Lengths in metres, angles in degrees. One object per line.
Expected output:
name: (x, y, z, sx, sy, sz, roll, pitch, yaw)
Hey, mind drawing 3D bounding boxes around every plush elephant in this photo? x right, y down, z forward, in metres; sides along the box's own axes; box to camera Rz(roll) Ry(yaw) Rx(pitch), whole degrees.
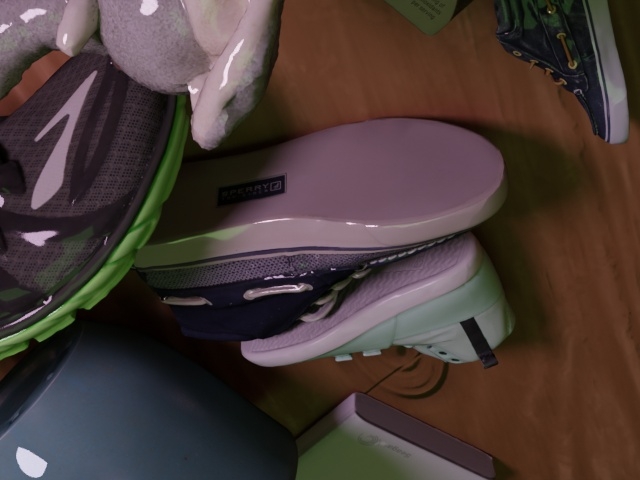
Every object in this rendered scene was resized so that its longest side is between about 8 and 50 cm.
plush elephant: (-0.123, -0.182, 0.582, 0.329, 0.272, 0.256, -9, 108, 1)

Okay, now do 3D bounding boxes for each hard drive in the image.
hard drive: (0.025, 0.304, 1.264, 0.203, 0.040, 0.307, 29, 128, -24)

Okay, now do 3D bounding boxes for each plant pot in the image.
plant pot: (-0.207, 0.218, 1.033, 0.293, 0.293, 0.235, -35, 110, 29)

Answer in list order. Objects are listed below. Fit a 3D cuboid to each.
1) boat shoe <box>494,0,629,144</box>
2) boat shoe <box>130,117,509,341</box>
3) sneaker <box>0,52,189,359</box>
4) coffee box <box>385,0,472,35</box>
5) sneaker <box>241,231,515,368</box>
boat shoe: (0.183, -0.147, 0.828, 0.083, 0.065, 0.183, -13, 125, 15)
boat shoe: (0.000, 0.000, 0.937, 0.340, 0.127, 0.158, -5, 140, 16)
sneaker: (-0.306, -0.006, 0.793, 0.482, 0.185, 0.202, -35, 137, -2)
coffee box: (0.124, -0.286, 0.622, 0.119, 0.168, 0.297, 32, 126, -26)
sneaker: (0.059, 0.091, 1.028, 0.255, 0.094, 0.151, -21, 133, 21)
